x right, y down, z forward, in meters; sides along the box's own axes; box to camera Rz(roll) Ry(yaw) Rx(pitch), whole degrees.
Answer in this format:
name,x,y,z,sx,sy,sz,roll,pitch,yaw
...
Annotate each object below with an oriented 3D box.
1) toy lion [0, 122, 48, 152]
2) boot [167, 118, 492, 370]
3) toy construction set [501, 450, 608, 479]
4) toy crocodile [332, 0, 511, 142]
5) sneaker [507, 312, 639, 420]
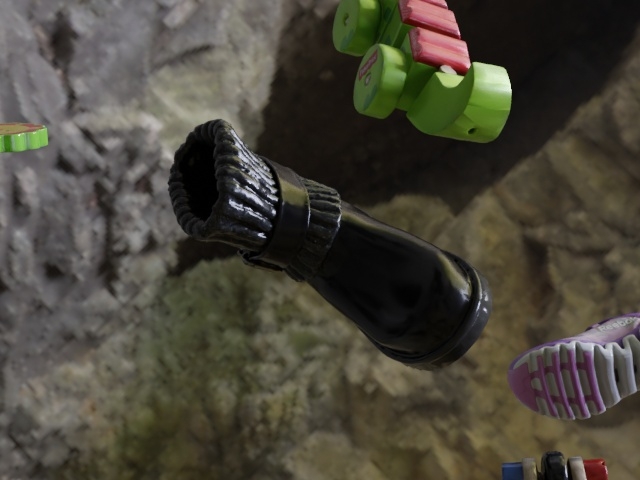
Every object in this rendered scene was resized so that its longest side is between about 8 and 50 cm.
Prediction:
name,x,y,z,sx,sy,sz,roll,pitch,yaw
toy lion,-0.264,-0.077,0.976,0.096,0.100,0.034,-40,131,-68
boot,-0.003,0.003,1.358,0.260,0.348,0.131,32,88,-36
toy construction set,0.297,0.393,1.338,0.237,0.309,0.257,-88,-165,-66
toy crocodile,0.091,-0.190,1.226,0.340,0.115,0.105,-105,-146,-55
sneaker,0.325,0.136,1.477,0.236,0.095,0.104,-12,-160,-8
